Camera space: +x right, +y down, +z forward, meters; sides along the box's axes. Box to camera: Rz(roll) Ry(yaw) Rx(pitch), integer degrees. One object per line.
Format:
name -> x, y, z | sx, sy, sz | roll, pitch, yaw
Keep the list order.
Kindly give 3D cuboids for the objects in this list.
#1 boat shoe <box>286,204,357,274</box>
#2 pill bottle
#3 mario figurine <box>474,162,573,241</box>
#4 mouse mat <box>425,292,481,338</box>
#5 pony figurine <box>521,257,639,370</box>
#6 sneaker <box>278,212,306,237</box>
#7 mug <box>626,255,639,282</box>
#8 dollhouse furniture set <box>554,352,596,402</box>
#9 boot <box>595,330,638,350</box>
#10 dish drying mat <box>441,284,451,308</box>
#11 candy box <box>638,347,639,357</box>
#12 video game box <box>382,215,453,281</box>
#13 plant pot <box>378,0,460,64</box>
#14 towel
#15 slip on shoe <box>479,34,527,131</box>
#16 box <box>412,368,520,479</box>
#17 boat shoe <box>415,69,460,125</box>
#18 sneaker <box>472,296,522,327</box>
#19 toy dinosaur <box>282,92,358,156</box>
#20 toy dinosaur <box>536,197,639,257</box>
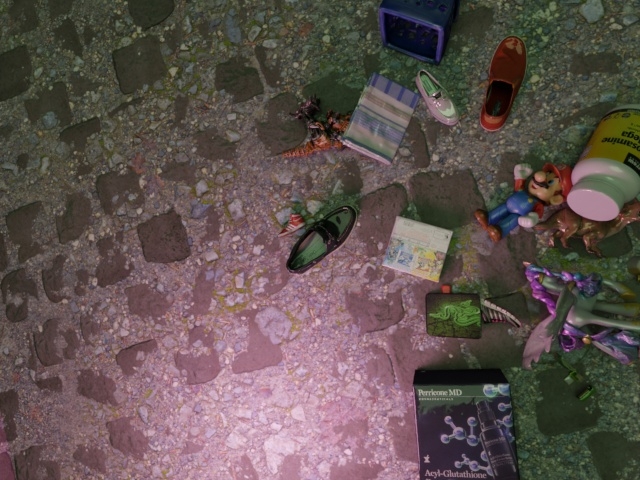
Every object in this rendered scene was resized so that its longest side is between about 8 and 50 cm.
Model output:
boat shoe -> -0.003, -0.003, 1.646 | 0.340, 0.113, 0.127 | -40, 79, 9
pill bottle -> 0.883, -0.230, 1.354 | 0.188, 0.188, 0.334 | 32, 74, 13
mario figurine -> 0.661, -0.148, 1.465 | 0.320, 0.170, 0.198 | -37, 77, 11
mouse mat -> 0.454, 0.258, 1.548 | 0.189, 0.007, 0.153 | -4, 86, 30
pony figurine -> 0.778, 0.230, 1.379 | 0.363, 0.303, 0.351 | 21, 55, 17
sneaker -> -0.119, -0.061, 1.714 | 0.118, 0.042, 0.067 | -27, 85, 3
mug -> 1.016, 0.086, 1.416 | 0.062, 0.064, 0.078 | -31, 81, 10
dollhouse furniture set -> 0.798, 0.437, 1.445 | 0.058, 0.076, 0.152 | -44, 79, 7
boot -> 0.944, 0.328, 1.433 | 0.118, 0.042, 0.087 | -17, 85, 13
dish drying mat -> 0.442, 0.199, 1.580 | 0.032, 0.008, 0.083 | -2, 87, 15
candy box -> 1.062, 0.282, 1.390 | 0.109, 0.053, 0.187 | 10, 83, 14
video game box -> 0.343, 0.029, 1.594 | 0.205, 0.048, 0.187 | 17, 89, 14
plant pot -> 0.353, -0.782, 1.546 | 0.236, 0.236, 0.212 | 27, 87, 14
towel -> 0.218, -0.435, 1.615 | 0.209, 0.034, 0.285 | 24, 92, -13
slip on shoe -> 0.623, -0.540, 1.529 | 0.123, 0.101, 0.331 | 16, 90, 16
box -> 0.462, 0.632, 1.448 | 0.293, 0.212, 0.395 | -6, 85, 14
boat shoe -> 0.407, -0.504, 1.592 | 0.083, 0.076, 0.226 | -40, 79, 9
sneaker -> 0.586, 0.256, 1.515 | 0.170, 0.063, 0.075 | 29, 94, 18
toy dinosaur -> 0.001, -0.411, 1.658 | 0.322, 0.164, 0.218 | -33, 96, -11
toy dinosaur -> 0.844, -0.062, 1.439 | 0.295, 0.127, 0.200 | 13, 90, 18
